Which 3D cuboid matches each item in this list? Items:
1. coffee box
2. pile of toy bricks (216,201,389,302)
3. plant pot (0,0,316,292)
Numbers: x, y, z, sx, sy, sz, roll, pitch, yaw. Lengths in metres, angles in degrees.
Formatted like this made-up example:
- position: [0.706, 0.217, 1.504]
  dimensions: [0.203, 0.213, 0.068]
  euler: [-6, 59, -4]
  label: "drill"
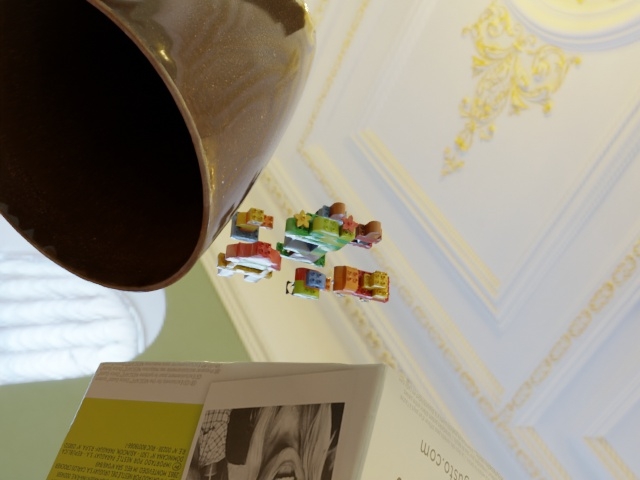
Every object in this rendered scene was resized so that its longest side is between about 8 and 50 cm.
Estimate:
- position: [-0.045, 0.329, 0.696]
  dimensions: [0.338, 0.337, 0.334]
  euler: [-5, -127, 35]
  label: "coffee box"
- position: [0.000, 0.000, 0.860]
  dimensions: [0.105, 0.212, 0.118]
  euler: [-38, -136, 56]
  label: "pile of toy bricks"
- position: [-0.102, -0.114, 0.556]
  dimensions: [0.216, 0.230, 0.215]
  euler: [17, -52, 23]
  label: "plant pot"
